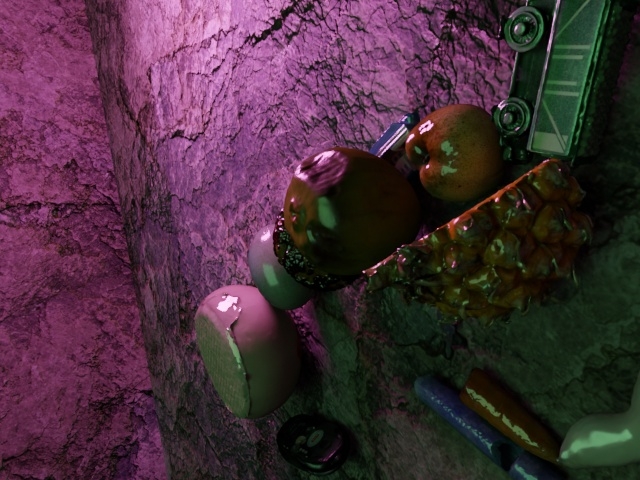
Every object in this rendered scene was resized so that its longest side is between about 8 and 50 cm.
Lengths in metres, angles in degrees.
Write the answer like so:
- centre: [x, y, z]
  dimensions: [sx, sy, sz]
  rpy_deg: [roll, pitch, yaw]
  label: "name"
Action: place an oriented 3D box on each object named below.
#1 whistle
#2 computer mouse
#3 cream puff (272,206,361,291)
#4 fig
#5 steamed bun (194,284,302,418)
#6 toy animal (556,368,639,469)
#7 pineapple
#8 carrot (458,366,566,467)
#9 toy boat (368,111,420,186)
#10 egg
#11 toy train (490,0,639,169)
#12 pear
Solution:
- centre: [0.296, 0.353, 0.915]
  dimensions: [0.304, 0.062, 0.062]
  rpy_deg: [34, 123, 44]
  label: "whistle"
- centre: [-0.014, 0.543, 1.309]
  dimensions: [0.233, 0.137, 0.096]
  rpy_deg: [6, 121, 50]
  label: "computer mouse"
- centre: [0.000, 0.000, 1.120]
  dimensions: [0.239, 0.164, 0.239]
  rpy_deg: [1, 91, 30]
  label: "cream puff"
- centre: [0.070, -0.053, 0.928]
  dimensions: [0.239, 0.271, 0.240]
  rpy_deg: [0, 90, 58]
  label: "fig"
- centre: [-0.186, 0.294, 1.386]
  dimensions: [0.374, 0.241, 0.375]
  rpy_deg: [31, 129, 47]
  label: "steamed bun"
- centre: [0.439, 0.177, 0.541]
  dimensions: [0.196, 0.241, 0.368]
  rpy_deg: [47, 131, 40]
  label: "toy animal"
- centre: [0.221, 0.070, 0.745]
  dimensions: [0.209, 0.286, 0.344]
  rpy_deg: [57, 158, 8]
  label: "pineapple"
- centre: [0.332, 0.309, 0.854]
  dimensions: [0.205, 0.072, 0.072]
  rpy_deg: [38, 126, 40]
  label: "carrot"
- centre: [0.148, -0.147, 0.992]
  dimensions: [0.102, 0.088, 0.215]
  rpy_deg: [60, 137, 20]
  label: "toy boat"
- centre: [-0.098, 0.066, 1.290]
  dimensions: [0.169, 0.169, 0.237]
  rpy_deg: [-50, 59, 45]
  label: "egg"
- centre: [0.337, -0.237, 0.709]
  dimensions: [0.154, 0.115, 0.270]
  rpy_deg: [20, 113, 40]
  label: "toy train"
- centre: [0.228, -0.145, 0.836]
  dimensions: [0.167, 0.136, 0.167]
  rpy_deg: [170, 90, -70]
  label: "pear"
